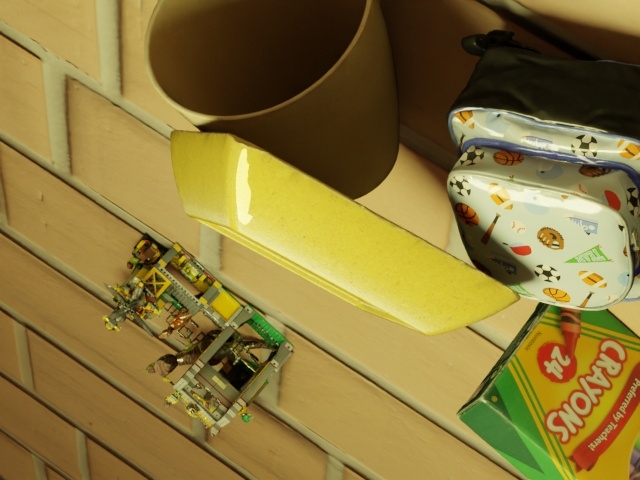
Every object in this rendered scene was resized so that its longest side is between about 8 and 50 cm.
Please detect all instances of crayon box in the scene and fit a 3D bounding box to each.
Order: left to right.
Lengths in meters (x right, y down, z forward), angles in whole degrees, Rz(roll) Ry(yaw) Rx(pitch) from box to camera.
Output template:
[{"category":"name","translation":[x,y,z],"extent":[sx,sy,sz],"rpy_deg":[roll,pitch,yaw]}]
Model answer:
[{"category":"crayon box","translation":[0.341,0.225,1.946],"extent":[0.318,0.202,0.081],"rpy_deg":[40,151,0]}]

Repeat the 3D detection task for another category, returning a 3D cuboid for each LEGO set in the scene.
[{"category":"LEGO set","translation":[-0.215,0.173,2.547],"extent":[0.331,0.192,0.255],"rpy_deg":[47,150,-10]}]

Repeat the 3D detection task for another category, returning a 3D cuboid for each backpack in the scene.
[{"category":"backpack","translation":[0.260,-0.049,1.685],"extent":[0.276,0.213,0.263],"rpy_deg":[18,154,31]}]

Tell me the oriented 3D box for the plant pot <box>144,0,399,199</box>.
[{"category":"plant pot","translation":[-0.018,-0.162,1.843],"extent":[0.256,0.256,0.274],"rpy_deg":[20,159,33]}]

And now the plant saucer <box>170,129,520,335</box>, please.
[{"category":"plant saucer","translation":[0.000,0.000,1.740],"extent":[0.332,0.081,0.333],"rpy_deg":[28,177,-16]}]
